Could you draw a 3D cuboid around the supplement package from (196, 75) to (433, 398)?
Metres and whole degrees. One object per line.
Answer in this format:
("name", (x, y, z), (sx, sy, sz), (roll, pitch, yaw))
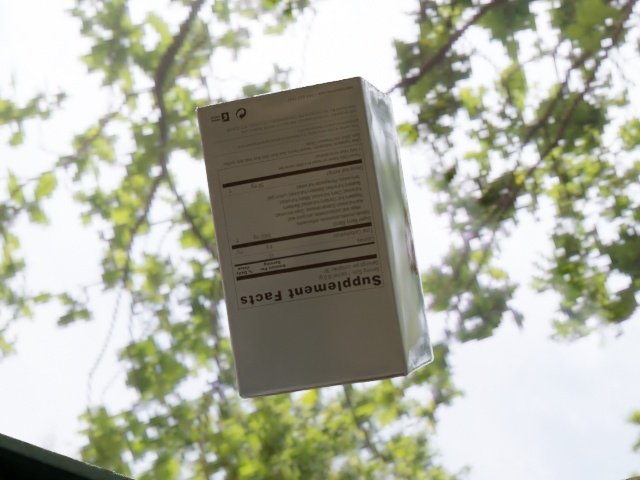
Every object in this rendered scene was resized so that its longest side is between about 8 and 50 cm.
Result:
("supplement package", (0.000, 0.000, 1.275), (0.177, 0.175, 0.293), (2, 79, -77))

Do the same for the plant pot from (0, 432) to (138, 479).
("plant pot", (-0.236, 0.334, 1.085), (0.247, 0.248, 0.252), (17, -21, 7))

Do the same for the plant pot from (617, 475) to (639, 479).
("plant pot", (0.194, 0.290, 0.620), (0.237, 0.237, 0.254), (30, -34, 49))
